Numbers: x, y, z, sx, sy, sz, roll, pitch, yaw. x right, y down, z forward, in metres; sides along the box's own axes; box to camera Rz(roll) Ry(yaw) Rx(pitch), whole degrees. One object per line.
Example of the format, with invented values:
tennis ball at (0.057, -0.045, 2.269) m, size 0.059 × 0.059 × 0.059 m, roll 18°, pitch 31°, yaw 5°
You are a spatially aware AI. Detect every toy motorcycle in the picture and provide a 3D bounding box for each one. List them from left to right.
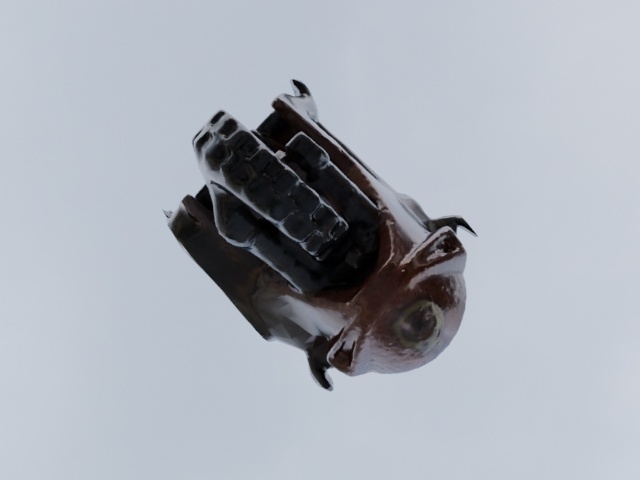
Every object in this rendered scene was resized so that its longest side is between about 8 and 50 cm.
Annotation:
toy motorcycle at (0.000, 0.000, 0.691) m, size 0.118 × 0.212 × 0.084 m, roll 41°, pitch -90°, yaw -1°
